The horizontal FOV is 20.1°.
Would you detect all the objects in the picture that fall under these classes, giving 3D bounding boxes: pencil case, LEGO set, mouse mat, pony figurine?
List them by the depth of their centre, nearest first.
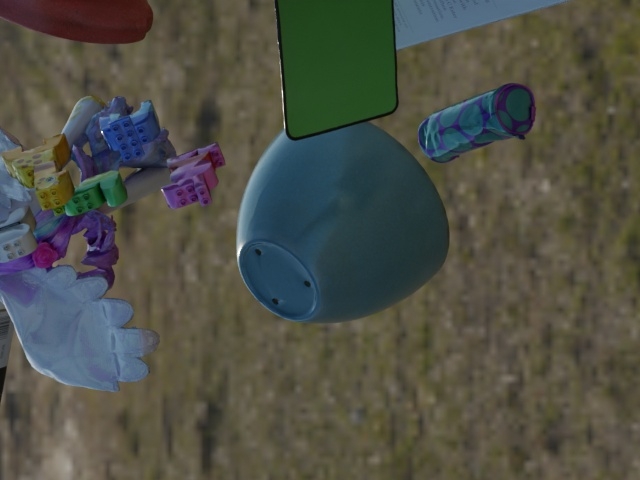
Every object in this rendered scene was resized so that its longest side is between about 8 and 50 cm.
[{"bbox_3d":[-0.195,-0.044,1.497,0.093,0.227,0.087,-108,-2,-59],"label":"LEGO set"},{"bbox_3d":[-0.301,-0.013,1.803,0.363,0.351,0.303,-45,-63,-46],"label":"pony figurine"},{"bbox_3d":[0.019,-0.210,1.927,0.007,0.152,0.190,26,126,51],"label":"mouse mat"},{"bbox_3d":[0.182,-0.134,2.090,0.151,0.070,0.065,-17,57,53],"label":"pencil case"}]

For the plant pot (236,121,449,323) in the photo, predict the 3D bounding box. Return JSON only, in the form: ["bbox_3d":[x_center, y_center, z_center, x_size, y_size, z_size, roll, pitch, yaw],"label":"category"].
[{"bbox_3d":[0.000,0.000,2.418,0.195,0.290,0.290,-45,-20,-38],"label":"plant pot"}]

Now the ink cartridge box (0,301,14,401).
[{"bbox_3d":[-0.485,0.039,2.236,0.371,0.069,0.176,49,137,36],"label":"ink cartridge box"}]

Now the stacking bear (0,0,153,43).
[{"bbox_3d":[-0.187,-0.322,1.452,0.175,0.164,0.289,58,137,32],"label":"stacking bear"}]

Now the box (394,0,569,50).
[{"bbox_3d":[0.221,-0.364,2.019,0.215,0.345,0.168,-48,-62,-45],"label":"box"}]
